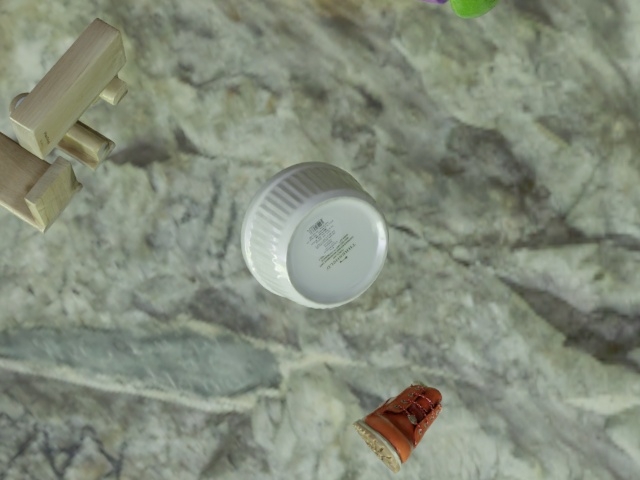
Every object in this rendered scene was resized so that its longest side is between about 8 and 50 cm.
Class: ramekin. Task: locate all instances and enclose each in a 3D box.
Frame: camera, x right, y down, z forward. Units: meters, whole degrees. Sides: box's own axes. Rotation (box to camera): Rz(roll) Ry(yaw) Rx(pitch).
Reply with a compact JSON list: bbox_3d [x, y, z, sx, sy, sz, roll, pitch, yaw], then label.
[{"bbox_3d":[0.000,0.000,1.661,0.207,0.207,0.109,-34,-149,-12],"label":"ramekin"}]

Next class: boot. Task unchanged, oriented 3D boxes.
[{"bbox_3d":[0.079,0.171,1.110,0.085,0.158,0.059,-39,-91,3],"label":"boot"}]

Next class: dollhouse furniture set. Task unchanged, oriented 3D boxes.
[{"bbox_3d":[-0.256,-0.120,1.002,0.123,0.151,0.144,32,-110,10],"label":"dollhouse furniture set"}]

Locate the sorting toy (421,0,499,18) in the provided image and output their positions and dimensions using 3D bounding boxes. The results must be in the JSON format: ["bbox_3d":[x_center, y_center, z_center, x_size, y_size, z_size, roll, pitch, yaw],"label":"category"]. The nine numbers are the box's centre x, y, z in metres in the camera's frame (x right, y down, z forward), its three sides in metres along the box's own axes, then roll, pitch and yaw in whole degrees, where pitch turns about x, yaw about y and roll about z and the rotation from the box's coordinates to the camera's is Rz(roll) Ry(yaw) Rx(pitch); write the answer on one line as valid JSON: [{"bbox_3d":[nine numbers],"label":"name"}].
[{"bbox_3d":[0.211,-0.271,1.116,0.126,0.127,0.365,16,-157,26],"label":"sorting toy"}]
